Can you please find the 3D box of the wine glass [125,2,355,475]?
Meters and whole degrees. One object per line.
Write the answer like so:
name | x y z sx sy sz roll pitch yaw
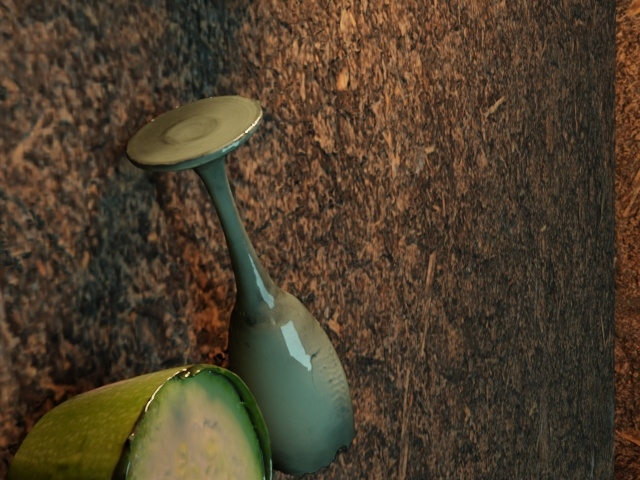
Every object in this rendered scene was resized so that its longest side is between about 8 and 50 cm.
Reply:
wine glass | 0.000 0.000 0.726 0.264 0.096 0.309 -46 132 -37

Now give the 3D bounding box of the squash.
squash | -0.109 0.157 0.541 0.170 0.123 0.170 -4 95 -61
